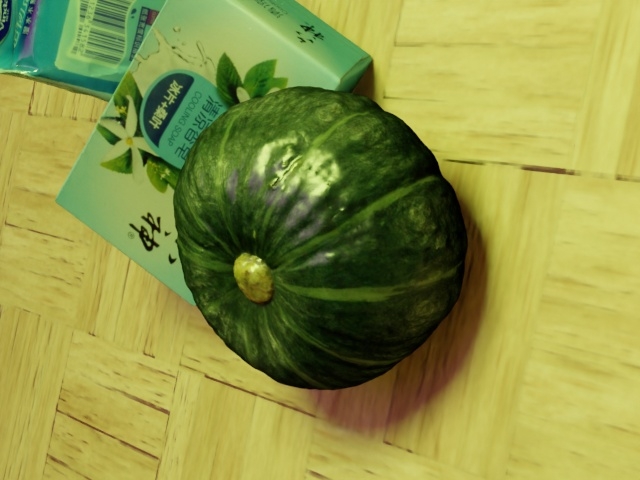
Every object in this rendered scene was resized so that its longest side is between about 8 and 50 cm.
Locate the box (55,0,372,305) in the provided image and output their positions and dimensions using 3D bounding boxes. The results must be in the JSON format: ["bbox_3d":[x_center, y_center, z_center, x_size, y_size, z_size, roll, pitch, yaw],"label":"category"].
[{"bbox_3d":[-0.084,-0.083,1.112,0.142,0.083,0.232,37,116,4],"label":"box"}]

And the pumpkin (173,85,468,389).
[{"bbox_3d":[-0.001,-0.001,0.977,0.211,0.152,0.211,28,134,34],"label":"pumpkin"}]

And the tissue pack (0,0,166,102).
[{"bbox_3d":[-0.157,-0.245,1.213,0.146,0.198,0.263,17,94,55],"label":"tissue pack"}]
